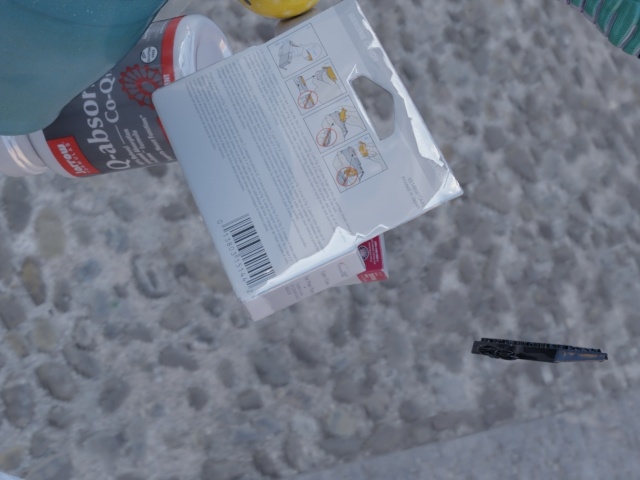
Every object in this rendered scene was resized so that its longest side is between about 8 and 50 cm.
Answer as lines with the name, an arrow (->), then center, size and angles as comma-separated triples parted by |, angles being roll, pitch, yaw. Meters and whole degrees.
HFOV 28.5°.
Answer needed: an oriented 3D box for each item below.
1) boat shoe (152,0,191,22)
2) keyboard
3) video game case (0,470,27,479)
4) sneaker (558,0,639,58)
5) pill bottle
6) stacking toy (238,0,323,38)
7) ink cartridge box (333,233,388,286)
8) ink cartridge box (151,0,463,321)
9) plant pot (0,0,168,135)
boat shoe -> -0.239, -0.438, 2.061 | 0.079, 0.254, 0.095 | 44, 3, 13
keyboard -> 0.243, 0.128, 1.481 | 0.108, 0.180, 0.023 | 1, 88, -24
video game case -> -0.385, 0.336, 1.472 | 0.193, 0.212, 0.023 | 36, 35, -50
sneaker -> 0.315, -0.274, 1.373 | 0.223, 0.083, 0.098 | 35, 26, 6
pill bottle -> -0.318, -0.206, 1.899 | 0.210, 0.362, 0.210 | -9, 90, -72
stacking toy -> -0.084, -0.537, 2.344 | 0.350, 0.350, 0.480 | -40, 117, -43
ink cartridge box -> 0.000, 0.000, 1.524 | 0.063, 0.150, 0.109 | 48, 34, -76
ink cartridge box -> -0.018, -0.095, 1.388 | 0.066, 0.261, 0.296 | 64, 0, -62
plant pot -> -0.294, -0.250, 1.251 | 0.271, 0.255, 0.272 | 21, 42, -20
